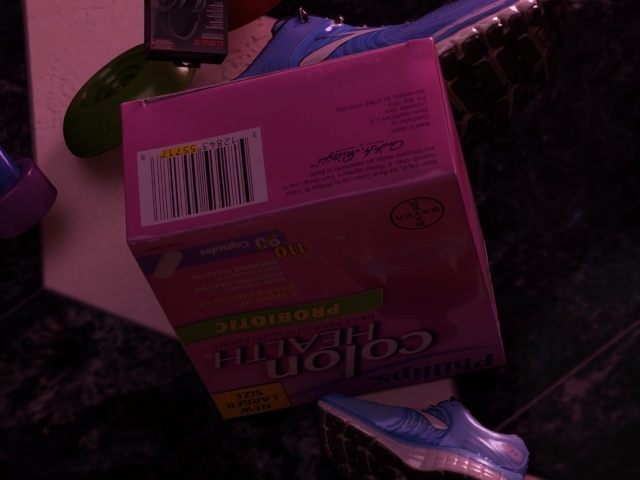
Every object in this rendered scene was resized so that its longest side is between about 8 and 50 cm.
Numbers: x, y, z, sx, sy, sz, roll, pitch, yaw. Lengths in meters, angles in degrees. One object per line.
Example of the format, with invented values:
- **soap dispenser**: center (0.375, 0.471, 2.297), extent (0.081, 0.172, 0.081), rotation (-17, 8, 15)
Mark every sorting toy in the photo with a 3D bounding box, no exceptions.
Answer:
- **sorting toy**: center (-0.164, -0.167, 1.454), extent (0.365, 0.126, 0.127), rotation (-45, 26, -15)

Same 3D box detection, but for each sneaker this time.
- **sneaker**: center (0.070, 0.140, 1.268), extent (0.162, 0.063, 0.073), rotation (20, 47, 20)
- **sneaker**: center (0.032, -0.133, 1.404), extent (0.330, 0.130, 0.147), rotation (-24, 57, -1)

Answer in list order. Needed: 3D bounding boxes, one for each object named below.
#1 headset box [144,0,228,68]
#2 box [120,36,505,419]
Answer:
- **headset box**: center (-0.104, -0.173, 1.412), extent (0.062, 0.032, 0.083), rotation (3, 78, -14)
- **box**: center (0.000, 0.000, 1.254), extent (0.213, 0.243, 0.117), rotation (-11, 56, 7)
